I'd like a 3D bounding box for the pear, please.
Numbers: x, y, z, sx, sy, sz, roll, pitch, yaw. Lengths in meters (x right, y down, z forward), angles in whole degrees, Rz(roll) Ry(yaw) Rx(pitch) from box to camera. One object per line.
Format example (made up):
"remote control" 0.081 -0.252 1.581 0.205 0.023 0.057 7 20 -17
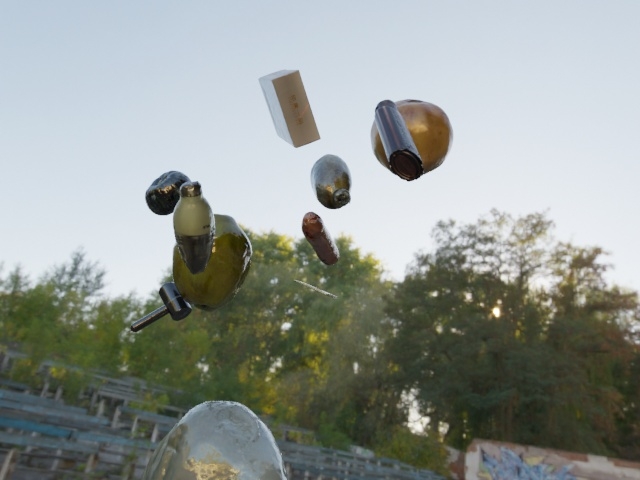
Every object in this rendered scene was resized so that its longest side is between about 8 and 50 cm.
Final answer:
"pear" -0.352 0.069 1.595 0.268 0.322 0.269 8 -14 2

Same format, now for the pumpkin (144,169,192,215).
"pumpkin" -0.701 -0.217 2.264 0.233 0.233 0.163 -10 -54 37

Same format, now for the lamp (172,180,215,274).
"lamp" -0.302 -0.025 1.168 0.101 0.101 0.250 6 -61 8

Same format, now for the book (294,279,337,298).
"book" -0.022 0.223 2.236 0.181 0.014 0.127 21 -5 28

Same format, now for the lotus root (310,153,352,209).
"lotus root" 0.040 -0.225 1.914 0.174 0.350 0.175 -2 -58 -3

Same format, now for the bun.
"bun" -0.193 0.448 0.827 0.194 0.355 0.354 1 -13 -43

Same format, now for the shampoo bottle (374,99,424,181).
"shampoo bottle" 0.221 -0.311 1.445 0.084 0.323 0.129 -37 -52 24

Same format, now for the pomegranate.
"pomegranate" 0.356 -0.385 1.915 0.338 0.338 0.338 8 -24 4

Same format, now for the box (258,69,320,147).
"box" -0.075 -0.301 1.098 0.067 0.233 0.150 -19 -68 -8

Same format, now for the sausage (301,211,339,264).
"sausage" 0.000 0.000 1.863 0.094 0.094 0.419 28 -12 20

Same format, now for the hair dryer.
"hair dryer" -0.556 0.243 1.642 0.124 0.219 0.071 49 -17 27
